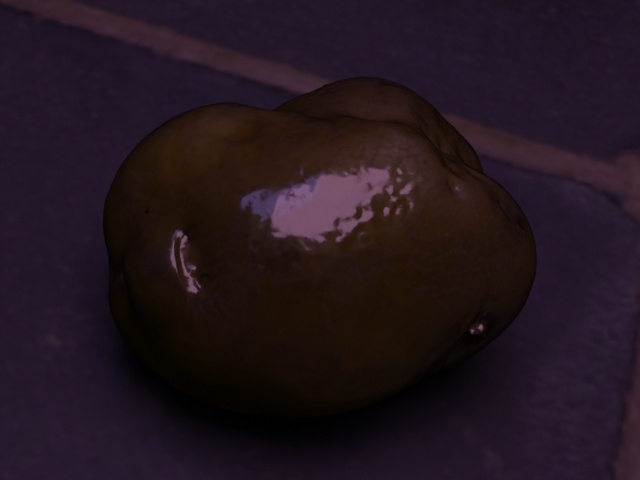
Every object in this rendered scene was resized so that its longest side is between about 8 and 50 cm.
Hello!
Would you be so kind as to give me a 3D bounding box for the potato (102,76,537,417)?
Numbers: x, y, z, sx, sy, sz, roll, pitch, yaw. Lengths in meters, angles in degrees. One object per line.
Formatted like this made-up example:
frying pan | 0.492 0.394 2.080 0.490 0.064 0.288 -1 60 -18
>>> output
potato | -0.001 0.004 0.920 0.200 0.137 0.154 -13 27 -22
